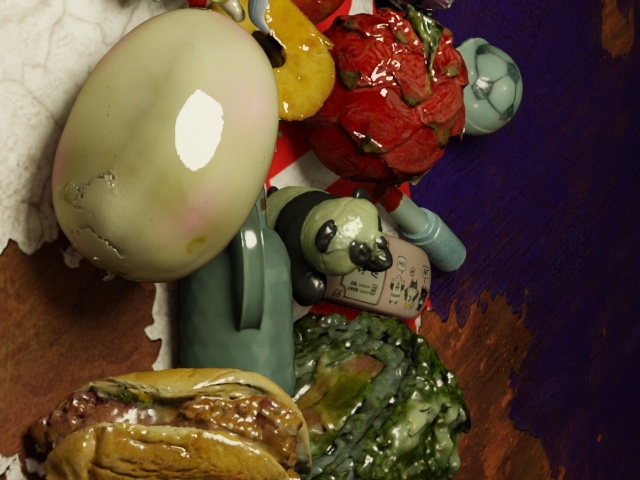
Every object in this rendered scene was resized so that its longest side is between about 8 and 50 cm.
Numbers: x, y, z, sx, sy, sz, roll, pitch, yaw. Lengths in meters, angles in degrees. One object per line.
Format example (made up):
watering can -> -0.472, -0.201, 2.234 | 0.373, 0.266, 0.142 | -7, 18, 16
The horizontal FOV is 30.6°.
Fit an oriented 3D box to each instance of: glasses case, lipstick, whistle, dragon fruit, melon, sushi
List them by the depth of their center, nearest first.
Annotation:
melon -> -0.165, -0.101, 1.262 | 0.223, 0.223, 0.316 | 45, 62, -48
sushi -> 0.027, 0.259, 1.535 | 0.352, 0.294, 0.178 | -50, 130, -35
dragon fruit -> 0.086, -0.186, 1.598 | 0.298, 0.244, 0.244 | 78, 34, -56
glasses case -> 0.078, 0.048, 1.761 | 0.314, 0.075, 0.122 | 19, 76, -54
lipstick -> 0.154, -0.028, 1.863 | 0.274, 0.068, 0.061 | 39, 70, -52
whistle -> 0.231, -0.233, 1.873 | 0.290, 0.164, 0.163 | -35, 123, -46

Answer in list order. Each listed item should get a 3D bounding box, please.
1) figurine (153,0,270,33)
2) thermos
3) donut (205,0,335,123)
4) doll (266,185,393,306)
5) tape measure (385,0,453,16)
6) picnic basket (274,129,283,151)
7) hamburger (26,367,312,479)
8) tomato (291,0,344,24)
figurine -> -0.136, -0.318, 1.314 | 0.184, 0.209, 0.128 | -68, 180, -73
thermos -> -0.102, 0.061, 1.427 | 0.145, 0.182, 0.286 | -5, 102, -16
donut -> -0.077, -0.226, 1.457 | 0.190, 0.075, 0.174 | 37, 58, -19
doll -> -0.002, 0.000, 1.515 | 0.144, 0.234, 0.135 | -28, 110, -22
tape measure -> 0.143, -0.455, 1.711 | 0.232, 0.149, 0.245 | 19, 80, -54
picnic basket -> -0.084, -0.141, 1.512 | 0.083, 0.065, 0.083 | 31, 54, -52
hamburger -> -0.144, 0.230, 1.303 | 0.282, 0.245, 0.155 | 45, 21, -31
tomato -> -0.003, -0.377, 1.557 | 0.189, 0.099, 0.173 | -59, 136, -33
